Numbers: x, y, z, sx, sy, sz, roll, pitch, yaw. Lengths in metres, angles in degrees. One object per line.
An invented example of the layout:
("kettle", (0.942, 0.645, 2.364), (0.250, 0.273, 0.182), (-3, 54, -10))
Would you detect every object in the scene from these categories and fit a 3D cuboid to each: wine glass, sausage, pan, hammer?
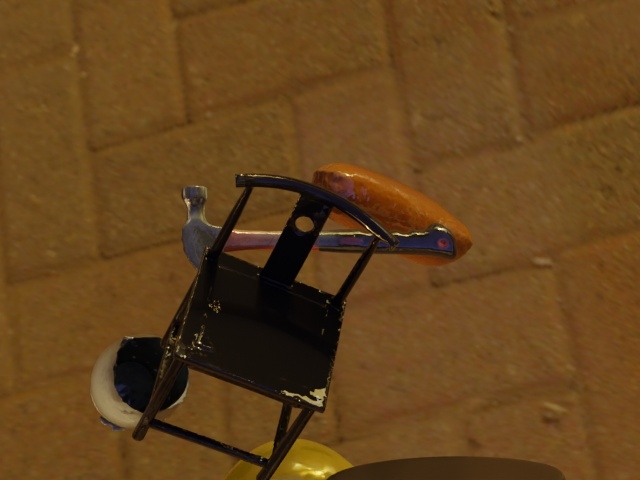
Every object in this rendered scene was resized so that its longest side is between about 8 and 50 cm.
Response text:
("wine glass", (-0.215, 0.167, 1.738), (0.111, 0.204, 0.111), (3, 78, -14))
("sausage", (0.093, -0.032, 1.898), (0.098, 0.238, 0.098), (-42, 36, 40))
("pan", (0.087, 0.131, 0.699), (0.235, 0.136, 0.028), (5, 98, 60))
("hammer", (0.000, 0.000, 1.507), (0.287, 0.033, 0.111), (0, 88, -11))

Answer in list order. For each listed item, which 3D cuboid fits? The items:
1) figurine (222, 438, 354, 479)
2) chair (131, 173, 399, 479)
("figurine", (0.015, 0.371, 1.571), (0.344, 0.187, 0.215), (46, 115, 25))
("chair", (-0.053, 0.082, 1.316), (0.154, 0.260, 0.141), (21, 45, -9))
